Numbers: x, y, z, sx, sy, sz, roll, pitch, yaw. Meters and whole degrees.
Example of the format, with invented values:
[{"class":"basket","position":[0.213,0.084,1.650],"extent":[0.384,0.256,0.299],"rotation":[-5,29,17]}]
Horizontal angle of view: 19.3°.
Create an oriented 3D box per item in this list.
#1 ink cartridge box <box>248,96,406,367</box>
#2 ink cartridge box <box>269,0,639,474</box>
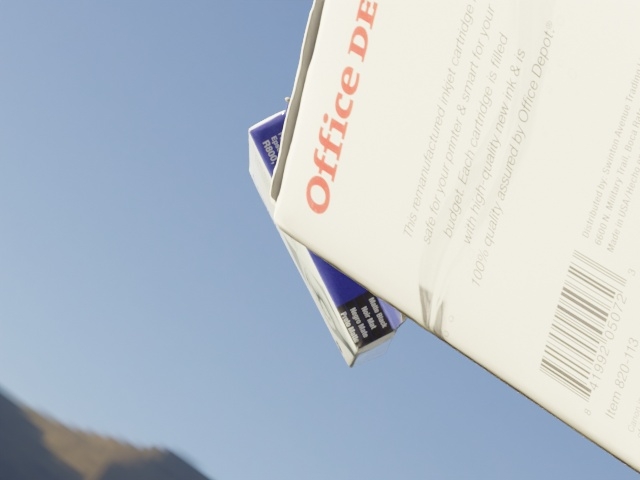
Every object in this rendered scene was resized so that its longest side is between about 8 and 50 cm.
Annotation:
[{"class":"ink cartridge box","position":[0.000,0.000,1.681],"extent":[0.223,0.045,0.224],"rotation":[63,-7,9]},{"class":"ink cartridge box","position":[0.127,-0.043,0.847],"extent":[0.283,0.117,0.207],"rotation":[34,-58,36]}]
